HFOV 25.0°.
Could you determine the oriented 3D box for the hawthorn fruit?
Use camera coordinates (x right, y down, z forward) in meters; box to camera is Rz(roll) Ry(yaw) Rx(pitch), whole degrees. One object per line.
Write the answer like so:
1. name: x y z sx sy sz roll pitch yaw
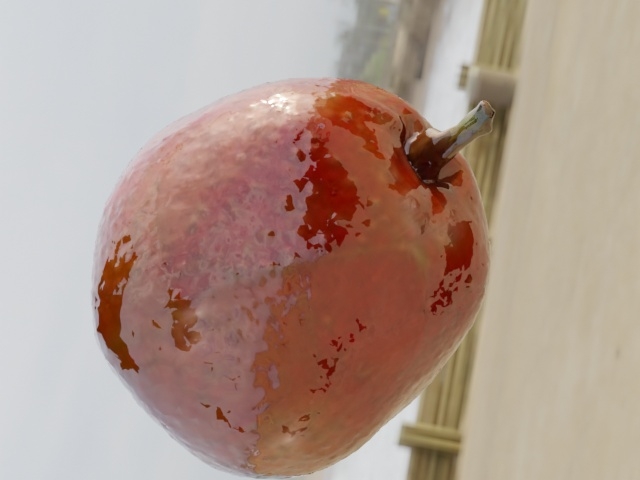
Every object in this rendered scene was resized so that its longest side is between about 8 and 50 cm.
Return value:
1. hawthorn fruit: 0.000 0.000 0.712 0.225 0.196 0.196 -38 20 25
